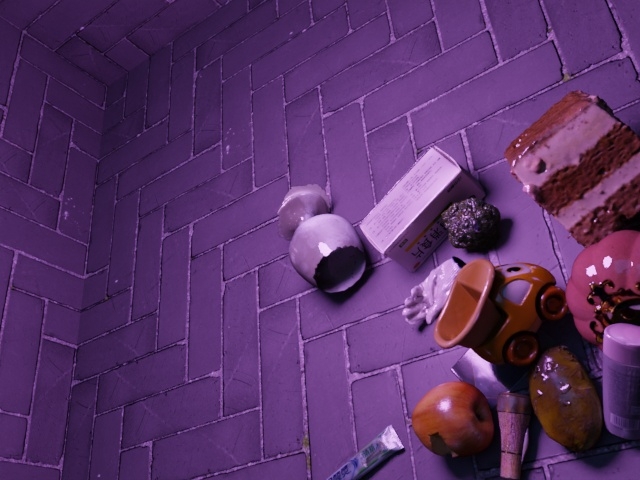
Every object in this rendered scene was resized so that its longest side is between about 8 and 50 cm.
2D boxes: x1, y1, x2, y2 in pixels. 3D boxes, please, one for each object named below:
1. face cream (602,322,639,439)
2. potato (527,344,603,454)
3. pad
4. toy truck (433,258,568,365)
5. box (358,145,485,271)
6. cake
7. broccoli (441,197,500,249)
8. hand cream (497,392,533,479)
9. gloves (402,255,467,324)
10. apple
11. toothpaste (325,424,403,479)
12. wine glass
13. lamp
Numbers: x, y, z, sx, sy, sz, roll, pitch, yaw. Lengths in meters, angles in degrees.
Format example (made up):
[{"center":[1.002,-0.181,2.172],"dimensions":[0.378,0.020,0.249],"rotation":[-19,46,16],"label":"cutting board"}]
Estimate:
[{"center":[0.637,0.292,1.371],"dimensions":[0.108,0.269,0.073],"rotation":[4,35,27],"label":"face cream"},{"center":[0.551,0.357,1.507],"dimensions":[0.149,0.113,0.251],"rotation":[-26,54,33],"label":"potato"},{"center":[0.458,0.294,1.692],"dimensions":[0.243,0.004,0.163],"rotation":[-49,47,7],"label":"pad"},{"center":[0.428,0.169,1.595],"dimensions":[0.287,0.212,0.204],"rotation":[-59,11,1],"label":"toy truck"},{"center":[0.294,-0.090,1.910],"dimensions":[0.333,0.173,0.145],"rotation":[-48,49,9],"label":"box"},{"center":[0.621,-0.177,1.568],"dimensions":[0.282,0.290,0.255],"rotation":[-41,7,18],"label":"cake"},{"center":[0.410,-0.046,1.820],"dimensions":[0.162,0.138,0.145],"rotation":[4,101,4],"label":"broccoli"},{"center":[0.450,0.462,1.563],"dimensions":[0.084,0.084,0.203],"rotation":[-3,71,38],"label":"hand cream"},{"center":[0.317,0.144,1.824],"dimensions":[0.229,0.097,0.119],"rotation":[-42,43,8],"label":"gloves"},{"center":[0.317,0.438,1.621],"dimensions":[0.199,0.199,0.199],"rotation":[-19,57,31],"label":"apple"},{"center":[0.095,0.613,1.794],"dimensions":[0.297,0.048,0.074],"rotation":[-42,47,11],"label":"toothpaste"},{"center":[0.000,0.000,2.068],"dimensions":[0.238,0.238,0.323],"rotation":[-48,43,9],"label":"wine glass"},{"center":[0.690,0.115,1.432],"dimensions":[0.306,0.240,0.305],"rotation":[19,124,31],"label":"lamp"}]
